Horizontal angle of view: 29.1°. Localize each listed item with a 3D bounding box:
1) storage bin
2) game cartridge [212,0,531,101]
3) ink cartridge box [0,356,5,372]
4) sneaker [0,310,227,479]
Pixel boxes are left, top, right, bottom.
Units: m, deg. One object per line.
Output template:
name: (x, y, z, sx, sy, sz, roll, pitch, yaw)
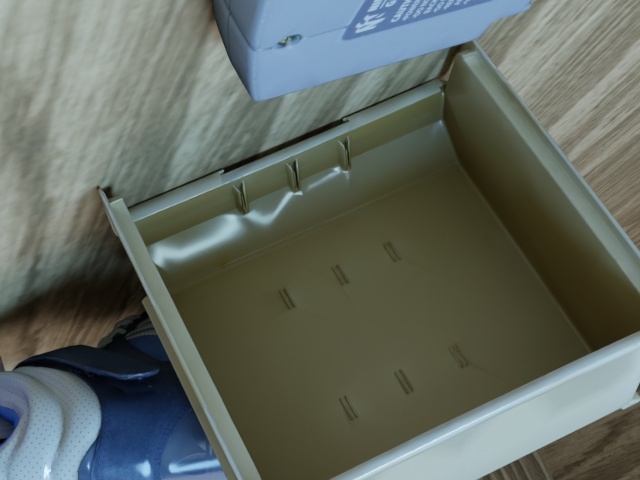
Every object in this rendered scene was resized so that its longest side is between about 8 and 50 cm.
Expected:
storage bin: (0.033, 0.029, 0.765, 0.262, 0.260, 0.123, -24, 150, -11)
game cartridge: (0.060, -0.162, 0.513, 0.196, 0.060, 0.294, -24, 167, -27)
ink cartridge box: (-0.335, 0.120, 0.861, 0.206, 0.045, 0.208, -24, 165, -9)
sneaker: (-0.173, 0.114, 0.936, 0.236, 0.130, 0.323, 0, -167, -17)
